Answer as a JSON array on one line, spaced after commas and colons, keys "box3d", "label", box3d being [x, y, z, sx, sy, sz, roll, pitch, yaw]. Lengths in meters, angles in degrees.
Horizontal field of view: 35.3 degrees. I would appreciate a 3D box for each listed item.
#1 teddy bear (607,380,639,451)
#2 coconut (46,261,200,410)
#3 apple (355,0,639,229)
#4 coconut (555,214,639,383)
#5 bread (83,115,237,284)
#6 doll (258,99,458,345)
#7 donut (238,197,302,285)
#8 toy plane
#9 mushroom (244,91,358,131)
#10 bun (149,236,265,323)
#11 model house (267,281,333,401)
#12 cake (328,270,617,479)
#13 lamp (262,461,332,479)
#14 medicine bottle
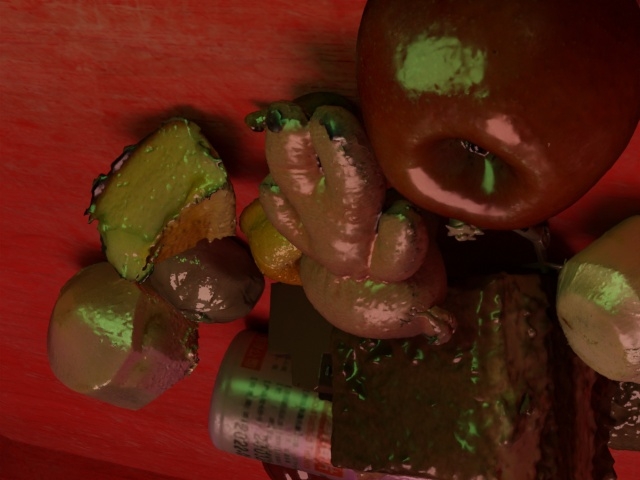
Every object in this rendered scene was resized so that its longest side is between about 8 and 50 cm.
[{"box3d": [0.455, 0.224, 1.351, 0.256, 0.156, 0.267, 23, 157, -9], "label": "teddy bear"}, {"box3d": [-0.332, 0.151, 1.647, 0.233, 0.233, 0.245, 1, 159, 31], "label": "coconut"}, {"box3d": [0.132, -0.124, 0.752, 0.218, 0.201, 0.218, 18, 151, 10], "label": "apple"}, {"box3d": [0.343, 0.054, 1.054, 0.171, 0.182, 0.171, 48, 158, 27], "label": "coconut"}, {"box3d": [-0.187, -0.044, 1.153, 0.140, 0.160, 0.169, 56, 163, 18], "label": "bread"}, {"box3d": [0.046, -0.034, 1.001, 0.201, 0.156, 0.303, 21, 144, 35], "label": "doll"}, {"box3d": [0.001, 0.000, 1.188, 0.174, 0.075, 0.190, -27, 149, 29], "label": "donut"}, {"box3d": [0.183, -0.034, 1.043, 0.092, 0.108, 0.286, -3, 162, 35], "label": "toy plane"}, {"box3d": [-0.025, -0.108, 1.036, 0.129, 0.073, 0.088, 3, 148, 30], "label": "mushroom"}, {"box3d": [-0.168, 0.060, 1.447, 0.173, 0.114, 0.166, 22, 156, -6], "label": "bun"}, {"box3d": [0.065, 0.154, 1.479, 0.180, 0.176, 0.248, -9, 162, 44], "label": "model house"}, {"box3d": [0.189, 0.171, 1.203, 0.282, 0.256, 0.290, -5, 172, 41], "label": "cake"}, {"box3d": [-0.010, 0.393, 1.969, 0.226, 0.227, 0.227, 14, 156, 6], "label": "lamp"}, {"box3d": [0.023, 0.294, 1.703, 0.388, 0.219, 0.219, 13, 156, 11], "label": "medicine bottle"}]
